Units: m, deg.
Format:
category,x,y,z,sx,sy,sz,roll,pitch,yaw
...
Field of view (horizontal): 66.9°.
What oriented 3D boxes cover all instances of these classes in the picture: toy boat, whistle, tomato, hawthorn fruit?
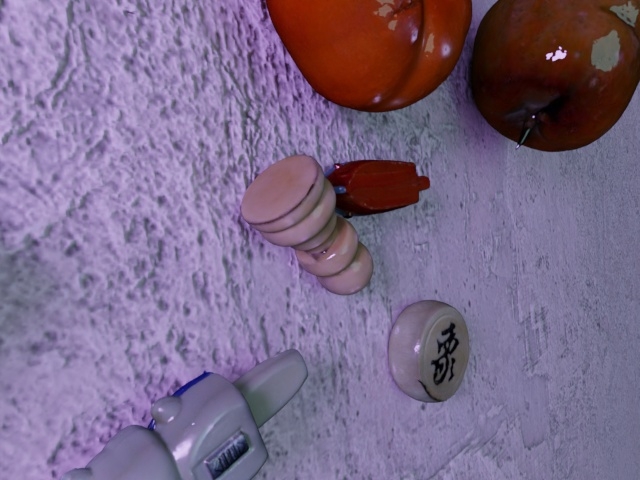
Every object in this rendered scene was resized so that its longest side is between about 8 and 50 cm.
category,x,y,z,sx,sy,sz,roll,pitch,yaw
toy boat,0.060,-0.066,0.602,0.172,0.058,0.069,-11,96,-38
whistle,-0.104,0.171,0.408,0.244,0.092,0.110,-33,110,-39
tomato,0.045,-0.263,0.504,0.259,0.179,0.260,1,89,-42
hawthorn fruit,0.376,-0.269,0.782,0.267,0.267,0.301,28,79,-41

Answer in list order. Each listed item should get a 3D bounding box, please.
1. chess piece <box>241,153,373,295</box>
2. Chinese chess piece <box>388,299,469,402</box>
category,x,y,z,sx,sy,sz,roll,pitch,yaw
chess piece,0.000,0.000,0.520,0.170,0.094,0.094,51,56,-37
Chinese chess piece,0.159,0.158,0.694,0.144,0.058,0.144,0,90,-45
